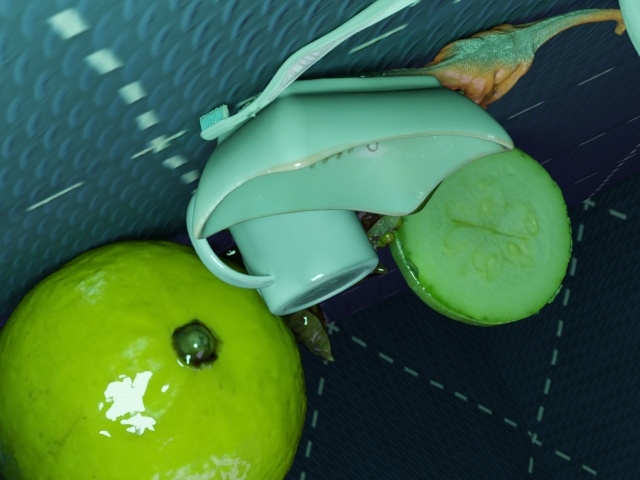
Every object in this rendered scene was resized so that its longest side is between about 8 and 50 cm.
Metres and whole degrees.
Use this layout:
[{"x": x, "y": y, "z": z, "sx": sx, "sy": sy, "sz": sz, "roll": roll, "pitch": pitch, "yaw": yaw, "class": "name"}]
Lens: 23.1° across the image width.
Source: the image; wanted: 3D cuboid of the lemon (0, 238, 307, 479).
[{"x": -0.154, "y": 0.141, "z": 1.369, "sx": 0.297, "sy": 0.297, "sz": 0.297, "roll": -25, "pitch": 174, "yaw": -3, "class": "lemon"}]

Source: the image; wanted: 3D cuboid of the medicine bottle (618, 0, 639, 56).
[{"x": 0.346, "y": -0.185, "z": 1.006, "sx": 0.208, "sy": 0.208, "sz": 0.340, "roll": -31, "pitch": 171, "yaw": 41, "class": "medicine bottle"}]

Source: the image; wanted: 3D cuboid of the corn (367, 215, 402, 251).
[{"x": 0.000, "y": 0.000, "z": 1.704, "sx": 0.097, "sy": 0.097, "sz": 0.320, "roll": -23, "pitch": 174, "yaw": -24, "class": "corn"}]

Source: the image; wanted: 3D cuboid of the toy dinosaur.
[{"x": 0.141, "y": -0.142, "z": 1.249, "sx": 0.279, "sy": 0.055, "sz": 0.101, "roll": -21, "pitch": 166, "yaw": -40, "class": "toy dinosaur"}]

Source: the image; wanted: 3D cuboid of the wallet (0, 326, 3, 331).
[{"x": -0.443, "y": 0.153, "z": 1.428, "sx": 0.321, "sy": 0.044, "sz": 0.170, "roll": -26, "pitch": 173, "yaw": 27, "class": "wallet"}]

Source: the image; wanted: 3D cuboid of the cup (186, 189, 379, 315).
[{"x": -0.040, "y": -0.011, "z": 1.253, "sx": 0.136, "sy": 0.133, "sz": 0.099, "roll": -25, "pitch": 170, "yaw": -12, "class": "cup"}]

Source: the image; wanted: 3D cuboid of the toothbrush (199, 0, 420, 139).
[{"x": -0.006, "y": -0.117, "z": 1.022, "sx": 0.204, "sy": 0.022, "sz": 0.017, "roll": -30, "pitch": 156, "yaw": 31, "class": "toothbrush"}]

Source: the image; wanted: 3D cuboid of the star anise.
[{"x": -0.029, "y": 0.017, "z": 1.493, "sx": 0.212, "sy": 0.196, "sz": 0.111, "roll": -37, "pitch": 150, "yaw": -22, "class": "star anise"}]

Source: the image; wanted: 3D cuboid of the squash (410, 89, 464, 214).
[{"x": 0.092, "y": -0.075, "z": 1.472, "sx": 0.184, "sy": 0.085, "sz": 0.192, "roll": -28, "pitch": 175, "yaw": 25, "class": "squash"}]

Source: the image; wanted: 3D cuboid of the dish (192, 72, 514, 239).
[{"x": 0.016, "y": -0.068, "z": 1.140, "sx": 0.212, "sy": 0.077, "sz": 0.151, "roll": -7, "pitch": 165, "yaw": -37, "class": "dish"}]

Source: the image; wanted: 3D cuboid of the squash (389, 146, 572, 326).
[{"x": 0.184, "y": -0.008, "z": 1.784, "sx": 0.219, "sy": 0.219, "sz": 0.041, "roll": -23, "pitch": 174, "yaw": -24, "class": "squash"}]
